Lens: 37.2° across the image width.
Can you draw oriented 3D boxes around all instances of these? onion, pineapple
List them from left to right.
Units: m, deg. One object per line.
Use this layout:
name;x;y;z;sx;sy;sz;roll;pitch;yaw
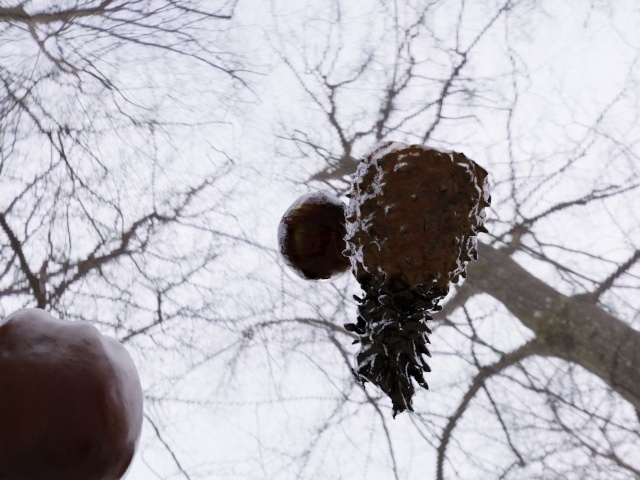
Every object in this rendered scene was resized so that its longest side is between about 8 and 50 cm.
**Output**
onion;0.000;0.000;1.193;0.117;0.118;0.118;41;-92;-24
pineapple;0.089;0.043;0.984;0.157;0.158;0.279;13;-98;-18

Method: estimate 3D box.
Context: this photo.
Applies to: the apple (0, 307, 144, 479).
apple;-0.306;0.198;1.070;0.234;0.234;0.234;-3;-78;-15
